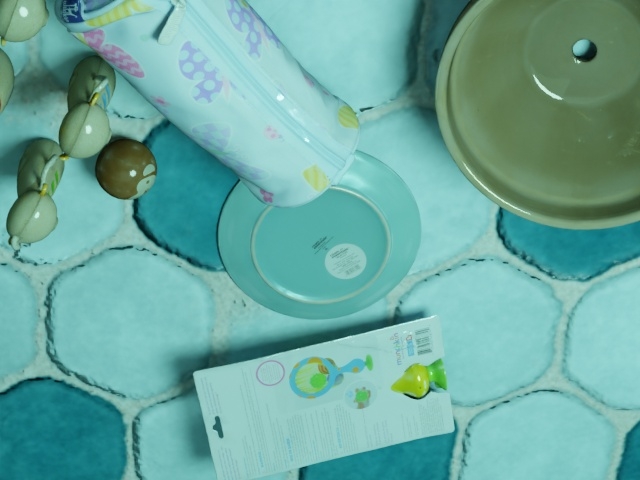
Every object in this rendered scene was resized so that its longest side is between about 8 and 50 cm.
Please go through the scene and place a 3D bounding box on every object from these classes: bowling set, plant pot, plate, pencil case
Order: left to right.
[{"bbox_3d":[-0.220,-0.081,1.157,0.200,0.154,0.287,23,118,-16],"label":"bowling set"},{"bbox_3d":[-0.082,-0.139,1.123,0.124,0.113,0.273,5,151,43],"label":"pencil case"},{"bbox_3d":[0.000,0.000,1.297,0.188,0.024,0.188,-2,121,-3],"label":"plate"},{"bbox_3d":[0.216,-0.135,1.164,0.237,0.110,0.237,5,121,8],"label":"plant pot"}]

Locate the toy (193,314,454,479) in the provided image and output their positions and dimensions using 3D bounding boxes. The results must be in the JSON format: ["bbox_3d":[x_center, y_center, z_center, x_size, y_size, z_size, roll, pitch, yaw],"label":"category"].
[{"bbox_3d":[0.004,0.145,1.369,0.237,0.056,0.137,-11,118,-2],"label":"toy"}]
